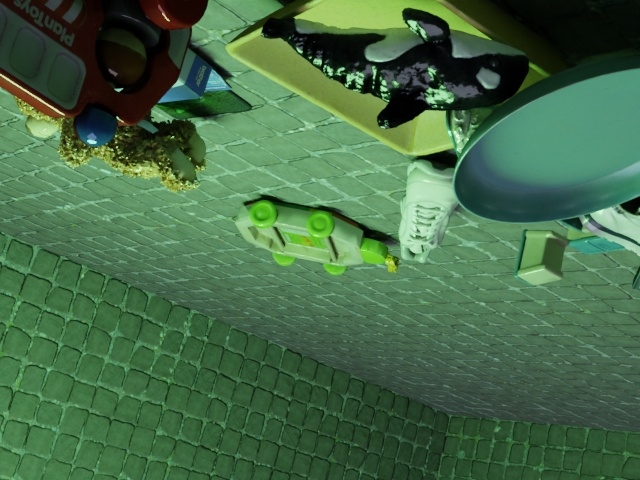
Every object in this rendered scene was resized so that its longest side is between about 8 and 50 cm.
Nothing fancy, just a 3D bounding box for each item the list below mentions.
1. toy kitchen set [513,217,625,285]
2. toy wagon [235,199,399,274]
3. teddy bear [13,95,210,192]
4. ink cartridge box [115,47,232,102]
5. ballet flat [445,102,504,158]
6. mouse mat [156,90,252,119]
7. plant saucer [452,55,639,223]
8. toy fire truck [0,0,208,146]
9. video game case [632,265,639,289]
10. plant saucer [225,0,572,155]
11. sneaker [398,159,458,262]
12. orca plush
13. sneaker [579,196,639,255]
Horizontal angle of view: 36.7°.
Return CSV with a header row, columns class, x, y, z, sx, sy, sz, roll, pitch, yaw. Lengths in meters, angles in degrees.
class,x,y,z,sx,sy,sz,roll,pitch,yaw
toy kitchen set,0.400,0.017,1.554,0.207,0.166,0.122,24,161,-28
toy wagon,0.000,0.000,2.011,0.345,0.068,0.267,10,163,12
teddy bear,-0.336,-0.170,1.534,0.338,0.245,0.113,16,125,-22
ink cartridge box,-0.293,-0.273,1.382,0.186,0.065,0.311,1,159,38
ballet flat,0.212,-0.105,1.194,0.077,0.091,0.241,-6,160,16
mouse mat,-0.220,-0.236,1.540,0.190,0.007,0.153,1,158,41
plant saucer,0.300,-0.113,1.089,0.318,0.043,0.317,-9,153,-4
toy fire truck,-0.274,-0.251,1.105,0.169,0.253,0.302,4,160,33
video game case,0.714,0.076,1.727,0.274,0.026,0.196,11,163,13
plant saucer,0.107,-0.228,1.164,0.333,0.081,0.333,25,159,-31
sneaker,0.183,-0.047,1.623,0.110,0.118,0.292,15,162,6
orca plush,0.072,-0.177,1.041,0.287,0.102,0.151,16,163,-3
sneaker,0.515,-0.028,1.470,0.235,0.090,0.095,15,148,-15
